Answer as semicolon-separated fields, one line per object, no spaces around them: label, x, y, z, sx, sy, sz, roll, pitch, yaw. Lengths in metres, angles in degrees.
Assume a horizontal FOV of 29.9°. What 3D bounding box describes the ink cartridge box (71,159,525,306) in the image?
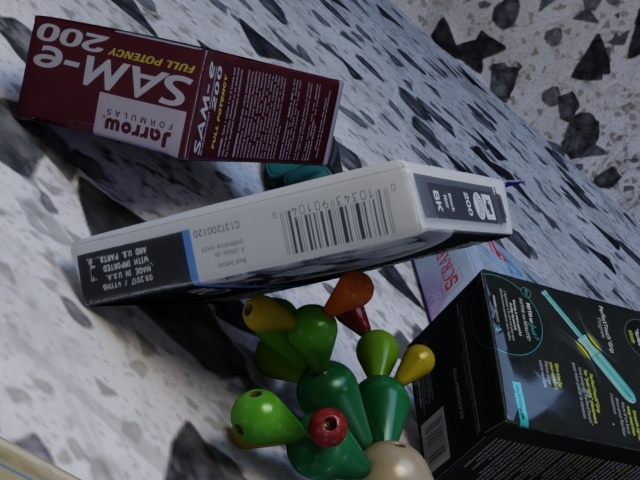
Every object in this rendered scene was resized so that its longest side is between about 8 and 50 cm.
ink cartridge box;0.000;0.000;0.703;0.208;0.206;0.045;-1;79;-64

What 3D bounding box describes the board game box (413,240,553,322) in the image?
board game box;0.235;0.146;1.099;0.318;0.066;0.319;37;19;-20

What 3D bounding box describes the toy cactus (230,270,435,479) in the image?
toy cactus;0.027;0.104;0.708;0.180;0.112;0.219;57;10;6

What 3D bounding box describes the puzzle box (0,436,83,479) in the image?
puzzle box;-0.171;0.065;0.273;0.409;0.052;0.272;35;1;-27

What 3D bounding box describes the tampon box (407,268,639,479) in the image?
tampon box;0.159;0.111;0.829;0.161;0.101;0.120;15;49;-23

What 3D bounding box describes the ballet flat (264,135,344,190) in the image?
ballet flat;-0.007;-0.042;1.008;0.074;0.074;0.203;39;12;-17

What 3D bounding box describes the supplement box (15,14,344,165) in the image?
supplement box;-0.088;-0.101;0.847;0.130;0.073;0.239;15;8;20
